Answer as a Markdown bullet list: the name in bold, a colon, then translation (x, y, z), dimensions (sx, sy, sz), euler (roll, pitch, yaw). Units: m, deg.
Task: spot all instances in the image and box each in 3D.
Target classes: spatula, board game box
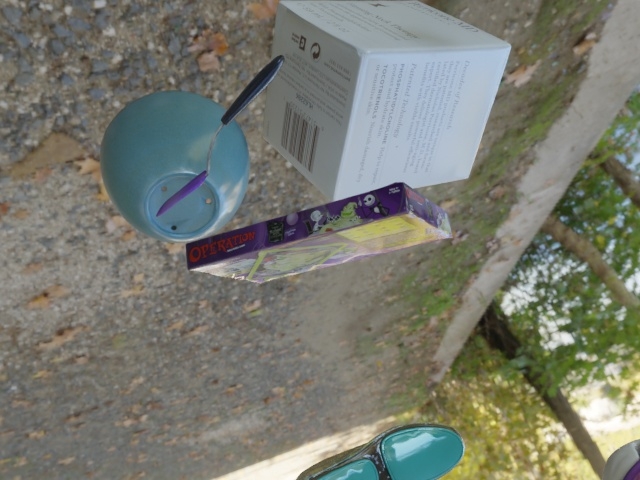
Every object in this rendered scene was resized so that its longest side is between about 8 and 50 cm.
- **spatula**: translation (-0.145, -0.146, 0.922), dimensions (0.030, 0.084, 0.296), euler (34, 105, -15)
- **board game box**: translation (0.000, 0.000, 0.954), dimensions (0.346, 0.056, 0.208), euler (-15, 161, 24)

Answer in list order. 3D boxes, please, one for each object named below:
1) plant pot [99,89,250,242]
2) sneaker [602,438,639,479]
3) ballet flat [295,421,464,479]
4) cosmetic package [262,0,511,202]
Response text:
- **plant pot**: translation (-0.263, -0.109, 1.194), dimensions (0.290, 0.195, 0.290), euler (-8, 123, -12)
- **sneaker**: translation (0.326, 0.173, 0.436), dimensions (0.236, 0.095, 0.104), euler (-13, 170, 6)
- **ballet flat**: translation (0.103, 0.428, 1.213), dimensions (0.348, 0.123, 0.123), euler (-16, 158, -20)
- **cosmetic package**: translation (0.128, -0.323, 1.415), dimensions (0.393, 0.329, 0.328), euler (-13, 130, -32)
